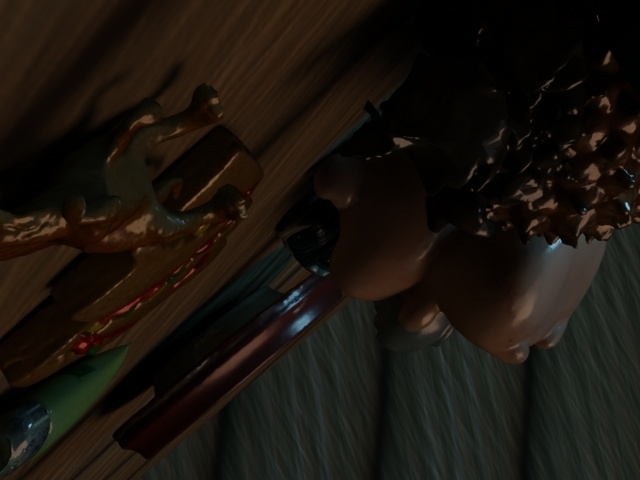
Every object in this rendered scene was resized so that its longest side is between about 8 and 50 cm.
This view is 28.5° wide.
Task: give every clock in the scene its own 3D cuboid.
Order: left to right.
[{"bbox_3d":[-0.109,0.127,1.438,0.318,0.080,0.318,-40,179,-1],"label":"clock"}]

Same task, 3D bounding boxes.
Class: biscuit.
[{"bbox_3d":[-0.104,0.010,0.811,0.212,0.041,0.238,-33,171,-45],"label":"biscuit"}]

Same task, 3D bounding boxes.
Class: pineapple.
[{"bbox_3d":[0.142,-0.098,0.879,0.223,0.223,0.357,-44,163,27],"label":"pineapple"}]

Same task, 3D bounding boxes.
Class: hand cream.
[{"bbox_3d":[-0.215,0.134,0.991,0.095,0.046,0.175,-45,180,23],"label":"hand cream"}]

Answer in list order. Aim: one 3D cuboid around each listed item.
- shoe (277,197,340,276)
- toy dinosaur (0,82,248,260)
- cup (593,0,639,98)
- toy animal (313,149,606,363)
[{"bbox_3d":[0.000,0.000,1.247,0.064,0.071,0.143,-41,169,-10],"label":"shoe"},{"bbox_3d":[-0.107,-0.009,0.600,0.142,0.057,0.212,-28,169,-16],"label":"toy dinosaur"},{"bbox_3d":[0.366,-0.207,0.752,0.308,0.242,0.292,-29,-176,-32],"label":"cup"},{"bbox_3d":[0.130,-0.006,1.128,0.221,0.229,0.210,2,-164,37],"label":"toy animal"}]
